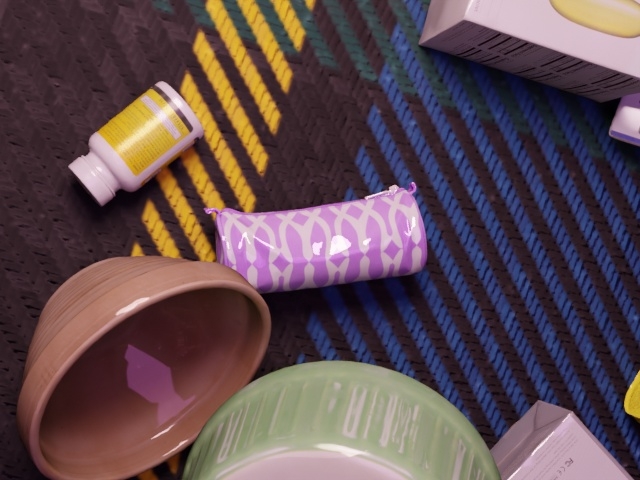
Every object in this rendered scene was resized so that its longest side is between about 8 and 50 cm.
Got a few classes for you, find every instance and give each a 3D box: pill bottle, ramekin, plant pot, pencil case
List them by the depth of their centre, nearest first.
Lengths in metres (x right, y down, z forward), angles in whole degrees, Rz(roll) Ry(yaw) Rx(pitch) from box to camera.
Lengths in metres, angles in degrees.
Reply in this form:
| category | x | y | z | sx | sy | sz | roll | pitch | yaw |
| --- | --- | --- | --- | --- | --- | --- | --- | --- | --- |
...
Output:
| category | x | y | z | sx | sy | sz | roll | pitch | yaw |
| --- | --- | --- | --- | --- | --- | --- | --- | --- | --- |
| ramekin | 0.010 | 0.270 | 1.102 | 0.303 | 0.148 | 0.303 | 2 | 104 | 8 |
| plant pot | -0.169 | 0.094 | 1.111 | 0.237 | 0.237 | 0.110 | -38 | 57 | -10 |
| pill bottle | -0.168 | -0.085 | 1.155 | 0.116 | 0.065 | 0.065 | -41 | 99 | -10 |
| pencil case | 0.000 | 0.000 | 1.183 | 0.206 | 0.086 | 0.088 | -9 | 100 | -13 |

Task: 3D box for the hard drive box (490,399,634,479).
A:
| category | x | y | z | sx | sy | sz | roll | pitch | yaw |
| --- | --- | --- | --- | --- | --- | --- | --- | --- | --- |
| hard drive box | 0.241 | 0.303 | 1.241 | 0.181 | 0.089 | 0.232 | -43 | 99 | -9 |

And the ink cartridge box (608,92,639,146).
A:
| category | x | y | z | sx | sy | sz | roll | pitch | yaw |
| --- | --- | --- | --- | --- | --- | --- | --- | --- | --- |
| ink cartridge box | 0.485 | -0.204 | 1.226 | 0.324 | 0.071 | 0.330 | 21 | 96 | 16 |

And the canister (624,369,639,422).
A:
| category | x | y | z | sx | sy | sz | roll | pitch | yaw |
| --- | --- | --- | --- | --- | --- | --- | --- | --- | --- |
| canister | 0.402 | 0.190 | 1.259 | 0.170 | 0.126 | 0.073 | 34 | 83 | -13 |

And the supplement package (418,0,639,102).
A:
| category | x | y | z | sx | sy | sz | roll | pitch | yaw |
| --- | --- | --- | --- | --- | --- | --- | --- | --- | --- |
| supplement package | 0.229 | -0.255 | 1.200 | 0.203 | 0.149 | 0.194 | 16 | 87 | -12 |
